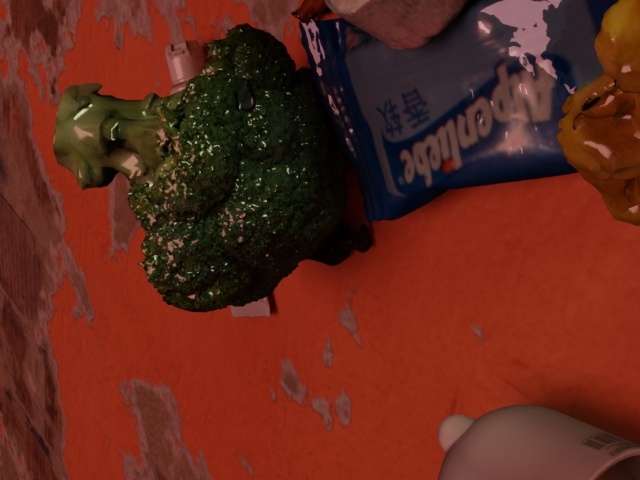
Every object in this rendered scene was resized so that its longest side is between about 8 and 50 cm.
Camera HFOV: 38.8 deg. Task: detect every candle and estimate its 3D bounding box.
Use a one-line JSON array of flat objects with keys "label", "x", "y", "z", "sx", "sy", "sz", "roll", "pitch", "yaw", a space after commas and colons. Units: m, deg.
[{"label": "candle", "x": 0.025, "y": -0.244, "z": 0.780, "sx": 0.026, "sy": 0.021, "sz": 0.167, "roll": 44, "pitch": 139, "yaw": 0}, {"label": "candle", "x": 0.073, "y": -0.234, "z": 0.617, "sx": 0.168, "sy": 0.068, "sz": 0.192, "roll": -29, "pitch": 48, "yaw": 40}]

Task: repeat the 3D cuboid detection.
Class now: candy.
[{"label": "candy", "x": 0.117, "y": -0.117, "z": 0.646, "sx": 0.331, "sy": 0.077, "sz": 0.187, "roll": -12, "pitch": 98, "yaw": 51}]

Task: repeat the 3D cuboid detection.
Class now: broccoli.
[{"label": "broccoli", "x": -0.106, "y": -0.071, "z": 0.807, "sx": 0.270, "sy": 0.270, "sz": 0.270, "roll": 18, "pitch": 125, "yaw": 5}]

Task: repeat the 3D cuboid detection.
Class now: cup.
[{"label": "cup", "x": 0.167, "y": 0.193, "z": 0.659, "sx": 0.142, "sy": 0.173, "sz": 0.134, "roll": 18, "pitch": 85, "yaw": 53}]

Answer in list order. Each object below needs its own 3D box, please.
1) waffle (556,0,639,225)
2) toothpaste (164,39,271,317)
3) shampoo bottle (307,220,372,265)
[{"label": "waffle", "x": 0.257, "y": -0.071, "z": 0.316, "sx": 0.325, "sy": 0.302, "sz": 0.068, "roll": -50, "pitch": 21, "yaw": 43}, {"label": "toothpaste", "x": -0.115, "y": -0.065, "z": 1.017, "sx": 0.058, "sy": 0.056, "sz": 0.314, "roll": -57, "pitch": -47, "yaw": -82}, {"label": "shampoo bottle", "x": 0.000, "y": 0.000, "z": 0.889, "sx": 0.137, "sy": 0.027, "sz": 0.048, "roll": 3, "pitch": 101, "yaw": 54}]
